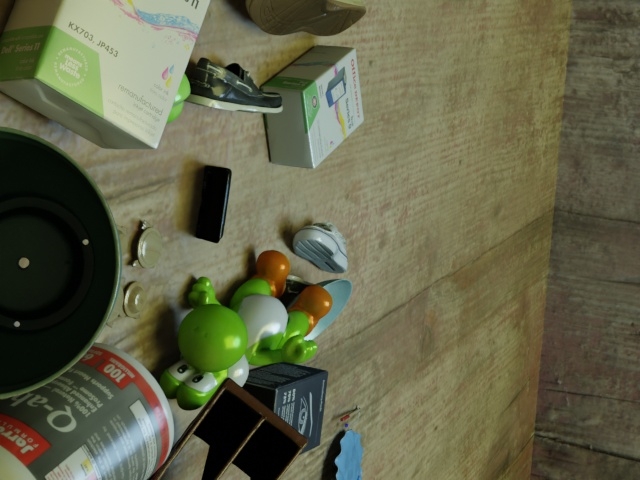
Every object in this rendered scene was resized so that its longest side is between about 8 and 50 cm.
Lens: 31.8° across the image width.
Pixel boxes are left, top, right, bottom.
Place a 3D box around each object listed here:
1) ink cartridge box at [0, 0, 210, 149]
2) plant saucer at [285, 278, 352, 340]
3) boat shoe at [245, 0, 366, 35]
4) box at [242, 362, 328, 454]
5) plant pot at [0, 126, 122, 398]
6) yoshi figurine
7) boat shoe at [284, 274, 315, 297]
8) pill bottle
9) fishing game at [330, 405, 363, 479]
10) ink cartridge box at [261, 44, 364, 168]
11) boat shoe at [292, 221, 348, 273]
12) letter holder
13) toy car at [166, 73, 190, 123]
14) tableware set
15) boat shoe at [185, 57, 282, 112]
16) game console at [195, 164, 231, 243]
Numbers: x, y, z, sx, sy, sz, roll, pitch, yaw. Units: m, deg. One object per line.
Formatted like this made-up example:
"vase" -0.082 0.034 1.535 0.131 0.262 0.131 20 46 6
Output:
"ink cartridge box" -0.260 -0.317 1.446 0.207 0.119 0.353 30 71 -43
"plant saucer" -0.022 0.134 2.148 0.195 0.037 0.195 -37 157 -18
"boat shoe" -0.041 -0.425 1.925 0.110 0.122 0.341 63 23 9
"box" -0.083 0.318 2.073 0.207 0.108 0.153 -5 103 -63
"plant pot" -0.359 0.027 1.290 0.196 0.293 0.293 86 15 -88
"yoshi figurine" -0.124 0.140 1.868 0.362 0.204 0.203 -41 118 -49
"boat shoe" -0.038 0.094 2.155 0.125 0.046 0.038 25 76 -60
"pill bottle" -0.364 0.294 1.402 0.363 0.210 0.210 -40 133 -53
"fishing game" 0.056 0.506 2.490 0.189 0.041 0.264 -8 100 -70
"ink cartridge box" -0.010 -0.246 2.044 0.212 0.093 0.154 -48 138 -50
"boat shoe" 0.000 0.000 2.181 0.226 0.083 0.075 55 38 -69
"letter holder" -0.172 0.366 1.689 0.214 0.152 0.302 -52 179 -26
"toy car" -0.227 -0.276 1.650 0.239 0.053 0.225 -44 136 -49
"tableware set" -0.289 0.049 1.679 0.141 0.020 0.168 21 79 -65
"boat shoe" -0.129 -0.246 1.821 0.233 0.084 0.079 0 99 -60
"game console" -0.159 -0.058 1.839 0.107 0.071 0.122 3 96 -63
